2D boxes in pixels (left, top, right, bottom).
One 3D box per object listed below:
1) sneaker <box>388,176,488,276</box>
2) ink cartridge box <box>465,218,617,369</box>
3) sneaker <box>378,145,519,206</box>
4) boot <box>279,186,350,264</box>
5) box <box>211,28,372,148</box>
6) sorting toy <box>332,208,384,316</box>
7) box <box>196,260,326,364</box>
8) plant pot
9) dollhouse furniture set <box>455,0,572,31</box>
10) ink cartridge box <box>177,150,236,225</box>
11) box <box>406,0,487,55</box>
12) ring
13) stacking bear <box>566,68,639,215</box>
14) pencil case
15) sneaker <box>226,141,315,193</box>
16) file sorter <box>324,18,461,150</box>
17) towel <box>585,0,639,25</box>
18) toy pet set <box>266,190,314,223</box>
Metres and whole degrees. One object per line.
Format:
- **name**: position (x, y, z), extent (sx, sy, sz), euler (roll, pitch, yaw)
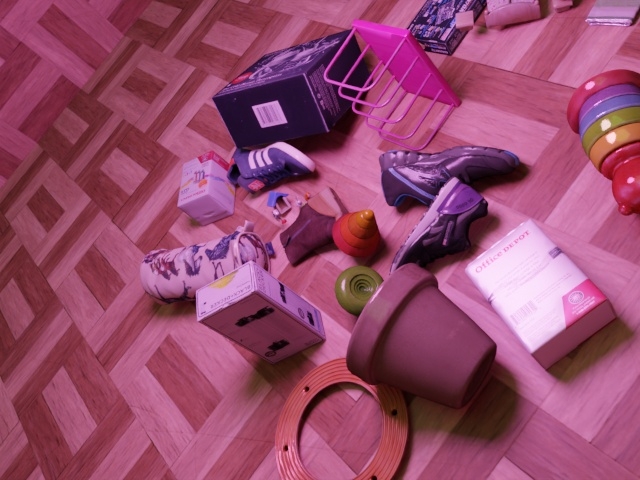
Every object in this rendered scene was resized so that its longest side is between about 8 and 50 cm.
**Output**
- **sneaker**: position (0.267, 0.005, 1.451), extent (0.124, 0.107, 0.283), euler (36, 105, 14)
- **ink cartridge box**: position (0.426, 0.102, 1.266), extent (0.172, 0.100, 0.237), euler (-39, 46, 10)
- **sneaker**: position (0.305, -0.152, 1.541), extent (0.341, 0.125, 0.140), euler (-1, 90, 33)
- **boot**: position (0.000, 0.000, 1.694), extent (0.207, 0.090, 0.248), euler (-46, 45, 21)
- **box**: position (-0.079, -0.440, 1.881), extent (0.343, 0.179, 0.312), euler (-4, 33, 35)
- **sorting toy**: position (0.105, 0.074, 1.475), extent (0.127, 0.126, 0.365), euler (3, 64, -11)
- **box**: position (-0.135, 0.177, 1.511), extent (0.169, 0.290, 0.087), euler (-29, 48, 20)
- **plant pot**: position (0.217, 0.208, 1.280), extent (0.229, 0.263, 0.263), euler (29, 81, 27)
- **dollhouse furniture set**: position (0.509, -0.739, 1.644), extent (0.355, 0.174, 0.303), euler (-6, 69, 20)
- **ink cartridge box**: position (-0.353, -0.161, 2.018), extent (0.128, 0.127, 0.176), euler (-20, 52, 26)
- **box**: position (0.360, -0.643, 1.846), extent (0.175, 0.051, 0.220), euler (28, 81, 45)
- **ring**: position (0.044, 0.417, 1.400), extent (0.336, 0.032, 0.336), euler (-19, 53, 27)
- **stacking bear**: position (0.612, -0.183, 1.282), extent (0.175, 0.164, 0.289), euler (-21, 55, 25)
- **pencil case**: position (-0.332, 0.074, 1.820), extent (0.410, 0.160, 0.183), euler (-12, 68, 32)
- **sneaker**: position (-0.155, -0.203, 1.903), extent (0.350, 0.131, 0.148), euler (13, 71, 51)
- **file sorter**: position (0.179, -0.388, 1.651), extent (0.202, 0.290, 0.182), euler (32, 86, 45)
- **towel**: position (0.724, -0.579, 1.551), extent (0.113, 0.023, 0.152), euler (21, 74, 41)
- **toy pet set**: position (-0.097, -0.113, 1.814), extent (0.122, 0.065, 0.114), euler (-39, 24, -18)
